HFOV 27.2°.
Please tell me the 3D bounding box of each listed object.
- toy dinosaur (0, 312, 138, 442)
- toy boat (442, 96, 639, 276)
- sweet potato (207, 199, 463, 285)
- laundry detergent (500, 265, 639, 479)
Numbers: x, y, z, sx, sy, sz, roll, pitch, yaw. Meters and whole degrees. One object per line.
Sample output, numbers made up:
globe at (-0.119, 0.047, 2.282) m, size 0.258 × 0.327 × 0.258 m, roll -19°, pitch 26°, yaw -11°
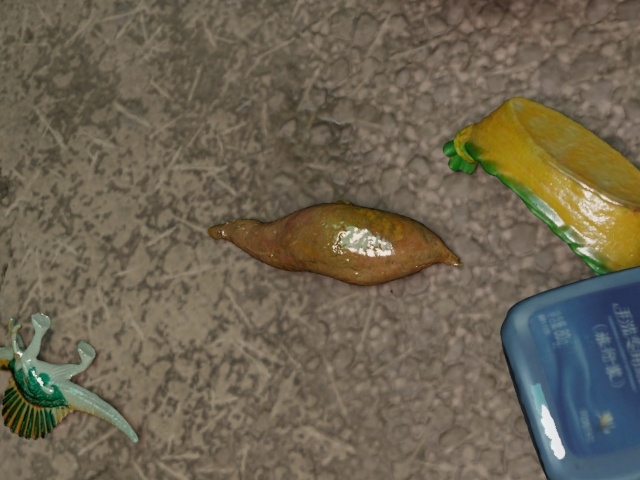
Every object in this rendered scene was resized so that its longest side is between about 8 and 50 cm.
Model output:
toy dinosaur at (-0.238, 0.129, 1.135) m, size 0.106 × 0.044 × 0.187 m, roll -46°, pitch 75°, yaw 21°
toy boat at (0.182, -0.025, 0.971) m, size 0.229 × 0.089 × 0.088 m, roll 44°, pitch 133°, yaw 28°
sweet potato at (-0.001, -0.001, 1.049) m, size 0.226 × 0.068 × 0.068 m, roll 5°, pitch 78°, yaw 26°
laundry detergent at (0.270, 0.068, 0.867) m, size 0.290 × 0.094 × 0.143 m, roll -19°, pitch 61°, yaw 4°
